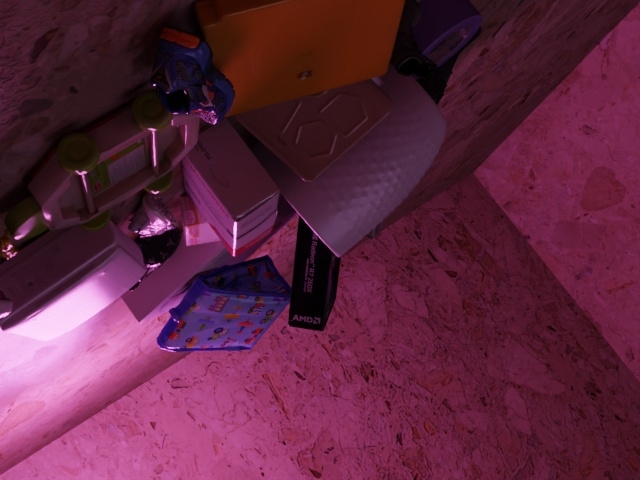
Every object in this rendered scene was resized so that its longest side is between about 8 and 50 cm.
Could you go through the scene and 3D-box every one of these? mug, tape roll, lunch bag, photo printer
[{"bbox_3d":[0.049,-0.198,1.738,0.328,0.276,0.374,-41,140,1],"label":"mug"},{"bbox_3d":[0.220,-0.406,1.799,0.189,0.080,0.189,-36,170,-7],"label":"tape roll"},{"bbox_3d":[-0.241,0.166,2.162,0.293,0.138,0.221,-6,142,-51],"label":"lunch bag"},{"bbox_3d":[-0.441,0.070,1.615,0.256,0.107,0.307,-36,172,-6],"label":"photo printer"}]

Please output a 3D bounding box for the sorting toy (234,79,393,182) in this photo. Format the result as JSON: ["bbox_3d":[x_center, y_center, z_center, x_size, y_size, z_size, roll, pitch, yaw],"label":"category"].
[{"bbox_3d":[-0.012,-0.227,1.558,0.208,0.193,0.038,-42,-159,19],"label":"sorting toy"}]

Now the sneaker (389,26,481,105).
[{"bbox_3d":[0.235,-0.358,1.942,0.286,0.130,0.109,-38,169,-2],"label":"sneaker"}]

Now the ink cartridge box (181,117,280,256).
[{"bbox_3d":[-0.164,-0.090,1.644,0.100,0.172,0.237,-35,171,-14],"label":"ink cartridge box"}]

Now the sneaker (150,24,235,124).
[{"bbox_3d":[-0.180,-0.204,1.225,0.087,0.083,0.221,-63,164,-9],"label":"sneaker"}]

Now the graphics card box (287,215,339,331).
[{"bbox_3d":[0.000,0.000,2.134,0.233,0.094,0.370,-63,161,-73],"label":"graphics card box"}]

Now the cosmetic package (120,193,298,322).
[{"bbox_3d":[-0.255,0.025,2.145,0.377,0.097,0.284,-40,173,23],"label":"cosmetic package"}]

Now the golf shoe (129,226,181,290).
[{"bbox_3d":[-0.345,0.019,1.882,0.198,0.077,0.094,-37,-174,31],"label":"golf shoe"}]

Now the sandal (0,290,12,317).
[{"bbox_3d":[-0.510,0.035,1.174,0.416,0.169,0.102,59,44,-81],"label":"sandal"}]

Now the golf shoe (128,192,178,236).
[{"bbox_3d":[-0.316,-0.038,1.689,0.086,0.069,0.176,-30,169,-7],"label":"golf shoe"}]

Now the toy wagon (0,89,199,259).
[{"bbox_3d":[-0.330,-0.094,1.339,0.344,0.068,0.267,-33,170,-18],"label":"toy wagon"}]

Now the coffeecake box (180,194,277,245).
[{"bbox_3d":[-0.189,-0.052,1.865,0.186,0.068,0.142,-10,165,-11],"label":"coffeecake box"}]

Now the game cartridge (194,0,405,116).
[{"bbox_3d":[-0.027,-0.288,1.301,0.285,0.052,0.323,-16,166,-7],"label":"game cartridge"}]

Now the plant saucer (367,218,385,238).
[{"bbox_3d":[0.149,-0.205,2.176,0.400,0.101,0.400,19,90,-84],"label":"plant saucer"}]

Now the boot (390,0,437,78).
[{"bbox_3d":[0.142,-0.341,1.567,0.083,0.161,0.246,-42,170,27],"label":"boot"}]
